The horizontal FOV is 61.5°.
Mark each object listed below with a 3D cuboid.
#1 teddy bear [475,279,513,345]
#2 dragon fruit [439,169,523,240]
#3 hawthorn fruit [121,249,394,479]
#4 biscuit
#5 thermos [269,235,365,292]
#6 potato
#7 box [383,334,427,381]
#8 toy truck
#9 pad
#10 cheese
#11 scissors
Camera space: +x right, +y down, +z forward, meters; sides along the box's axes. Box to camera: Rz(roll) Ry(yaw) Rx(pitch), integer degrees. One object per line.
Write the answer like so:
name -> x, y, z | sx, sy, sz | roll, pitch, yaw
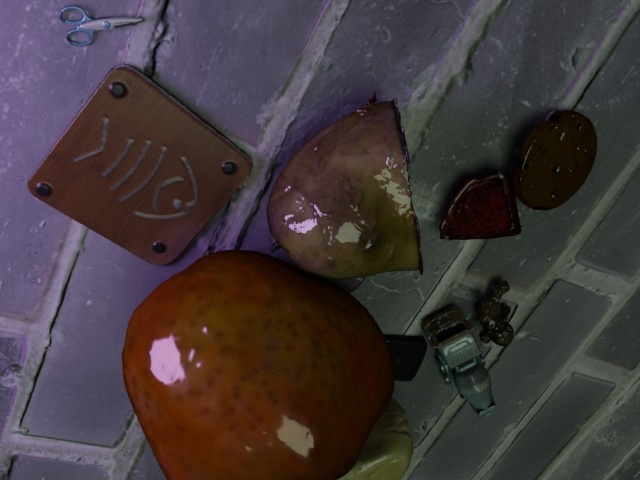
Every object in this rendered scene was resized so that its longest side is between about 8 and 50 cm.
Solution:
teddy bear -> 0.394, 0.173, 1.239 | 0.119, 0.077, 0.161 | -39, 121, -31
dragon fruit -> 0.319, -0.060, 1.089 | 0.160, 0.121, 0.127 | -12, 167, 20
hawthorn fruit -> -0.115, 0.224, 0.946 | 0.471, 0.472, 0.472 | -6, 121, -11
biscuit -> 0.467, -0.156, 1.070 | 0.212, 0.036, 0.212 | -13, 122, -22
thermos -> 0.000, 0.000, 1.033 | 0.193, 0.105, 0.137 | 28, 84, -19
potato -> 0.032, -0.075, 0.905 | 0.237, 0.289, 0.301 | -9, 112, 8
box -> 0.179, 0.278, 1.272 | 0.125, 0.027, 0.126 | 8, 118, -15
toy truck -> 0.333, 0.287, 1.246 | 0.108, 0.140, 0.257 | -26, 122, 2
pad -> -0.303, -0.112, 0.931 | 0.284, 0.018, 0.286 | 36, 107, -29
cheese -> 0.099, 0.461, 1.244 | 0.225, 0.214, 0.117 | -20, 124, 5
scissors -> -0.324, -0.323, 0.804 | 0.119, 0.014, 0.058 | -7, 125, -7
